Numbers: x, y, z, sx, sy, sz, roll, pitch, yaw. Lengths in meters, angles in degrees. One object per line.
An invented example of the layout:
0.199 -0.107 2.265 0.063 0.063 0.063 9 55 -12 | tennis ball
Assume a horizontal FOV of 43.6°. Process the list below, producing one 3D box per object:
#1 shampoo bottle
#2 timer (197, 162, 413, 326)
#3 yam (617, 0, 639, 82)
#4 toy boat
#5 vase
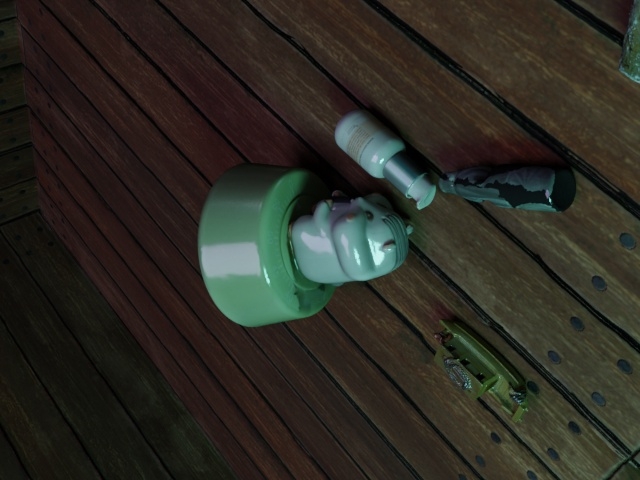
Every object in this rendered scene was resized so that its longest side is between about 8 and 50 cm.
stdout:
0.105 -0.127 1.232 0.192 0.074 0.074 44 143 26 | shampoo bottle
0.000 0.000 1.341 0.315 0.290 0.291 -4 111 33 | timer
0.349 -0.235 0.798 0.078 0.078 0.179 37 140 36 | yam
0.247 0.204 1.258 0.200 0.077 0.057 44 142 29 | toy boat
0.241 -0.075 1.082 0.211 0.059 0.060 10 120 51 | vase
